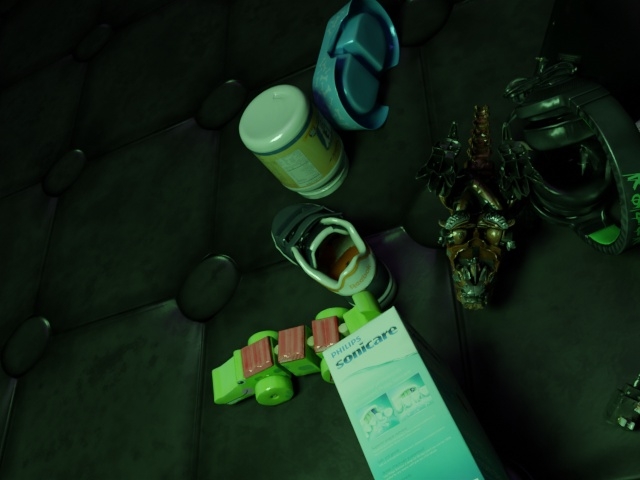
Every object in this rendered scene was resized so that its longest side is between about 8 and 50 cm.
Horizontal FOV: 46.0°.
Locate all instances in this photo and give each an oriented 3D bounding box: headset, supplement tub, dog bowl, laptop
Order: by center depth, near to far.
[{"bbox_3d":[0.387,-0.151,1.113,0.185,0.243,0.394,-22,38,-3],"label":"headset"},{"bbox_3d":[0.618,-0.385,1.248,0.382,0.236,0.408,23,104,41],"label":"laptop"},{"bbox_3d":[-0.044,-0.181,1.423,0.144,0.199,0.144,-17,54,24],"label":"supplement tub"},{"bbox_3d":[0.068,-0.345,1.494,0.074,0.166,0.297,-12,54,41],"label":"dog bowl"}]

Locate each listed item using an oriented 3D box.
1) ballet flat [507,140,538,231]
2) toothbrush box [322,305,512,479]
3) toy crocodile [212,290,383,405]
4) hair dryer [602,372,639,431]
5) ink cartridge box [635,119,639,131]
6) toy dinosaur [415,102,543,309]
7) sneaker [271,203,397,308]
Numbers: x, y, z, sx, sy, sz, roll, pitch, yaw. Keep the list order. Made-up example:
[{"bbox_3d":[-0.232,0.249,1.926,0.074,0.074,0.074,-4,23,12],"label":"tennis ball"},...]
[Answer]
[{"bbox_3d":[0.329,-0.094,1.222,0.057,0.049,0.173,-12,55,26],"label":"ballet flat"},{"bbox_3d":[0.144,0.268,0.992,0.126,0.216,0.295,-34,47,9],"label":"toothbrush box"},{"bbox_3d":[-0.041,0.184,1.243,0.340,0.105,0.115,-23,51,20],"label":"toy crocodile"},{"bbox_3d":[0.491,0.149,0.899,0.294,0.080,0.223,-60,24,1],"label":"hair dryer"},{"bbox_3d":[0.513,-0.123,1.107,0.099,0.056,0.135,-39,54,6],"label":"ink cartridge box"},{"bbox_3d":[0.231,-0.066,1.154,0.164,0.218,0.322,-17,62,3],"label":"toy dinosaur"},{"bbox_3d":[0.000,0.000,1.328,0.126,0.127,0.321,-51,46,-4],"label":"sneaker"}]
